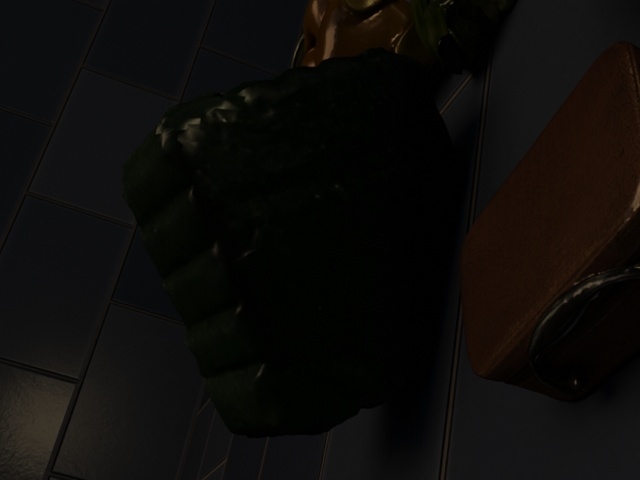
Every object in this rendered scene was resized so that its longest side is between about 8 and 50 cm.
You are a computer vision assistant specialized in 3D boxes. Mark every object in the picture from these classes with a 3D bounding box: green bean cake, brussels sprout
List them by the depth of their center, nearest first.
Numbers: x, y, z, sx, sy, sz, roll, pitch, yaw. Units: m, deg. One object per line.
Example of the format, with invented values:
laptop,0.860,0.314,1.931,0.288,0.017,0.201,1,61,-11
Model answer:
green bean cake,0.000,0.000,0.769,0.169,0.300,0.308,-27,86,56
brussels sprout,0.145,-0.263,0.874,0.139,0.100,0.181,97,163,-47

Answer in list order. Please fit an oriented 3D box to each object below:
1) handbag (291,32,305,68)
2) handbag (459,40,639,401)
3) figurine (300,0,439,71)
handbag,-0.005,-0.277,1.258,0.315,0.109,0.241,-9,-60,-69
handbag,0.152,0.001,0.463,0.193,0.072,0.151,123,162,-46
figurine,0.055,-0.237,1.037,0.228,0.215,0.215,-53,-17,-82
